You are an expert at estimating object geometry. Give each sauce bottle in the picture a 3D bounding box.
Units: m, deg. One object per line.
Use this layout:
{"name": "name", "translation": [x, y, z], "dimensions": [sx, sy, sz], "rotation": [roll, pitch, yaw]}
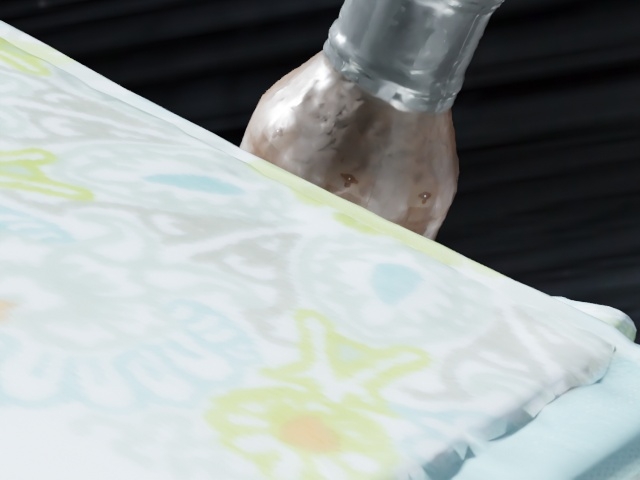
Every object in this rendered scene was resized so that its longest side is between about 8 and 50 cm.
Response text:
{"name": "sauce bottle", "translation": [0.000, 0.000, 0.855], "dimensions": [0.111, 0.111, 0.344], "rotation": [-66, 2, -63]}

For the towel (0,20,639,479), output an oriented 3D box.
{"name": "towel", "translation": [-0.107, 0.040, 0.411], "dimensions": [0.374, 0.320, 0.090], "rotation": [-18, -51, -57]}
